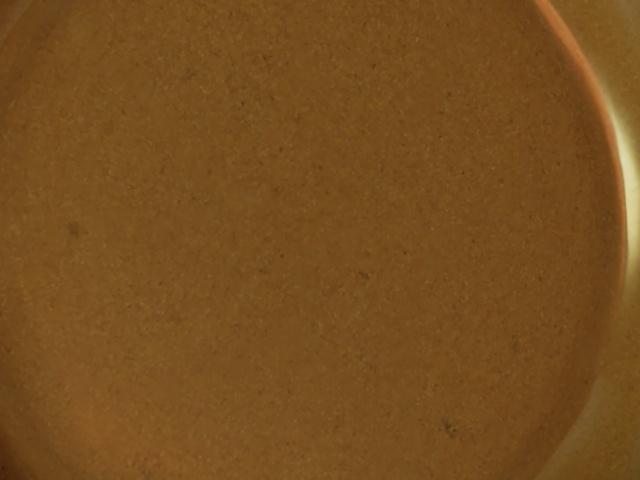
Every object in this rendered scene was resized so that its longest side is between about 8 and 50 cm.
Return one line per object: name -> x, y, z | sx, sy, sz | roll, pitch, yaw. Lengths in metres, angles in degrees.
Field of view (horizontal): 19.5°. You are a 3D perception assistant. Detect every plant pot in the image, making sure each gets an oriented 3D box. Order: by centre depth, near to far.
plant pot -> 0.000, 0.000, 0.501 | 0.236, 0.032, 0.236 | 0, 90, -20
